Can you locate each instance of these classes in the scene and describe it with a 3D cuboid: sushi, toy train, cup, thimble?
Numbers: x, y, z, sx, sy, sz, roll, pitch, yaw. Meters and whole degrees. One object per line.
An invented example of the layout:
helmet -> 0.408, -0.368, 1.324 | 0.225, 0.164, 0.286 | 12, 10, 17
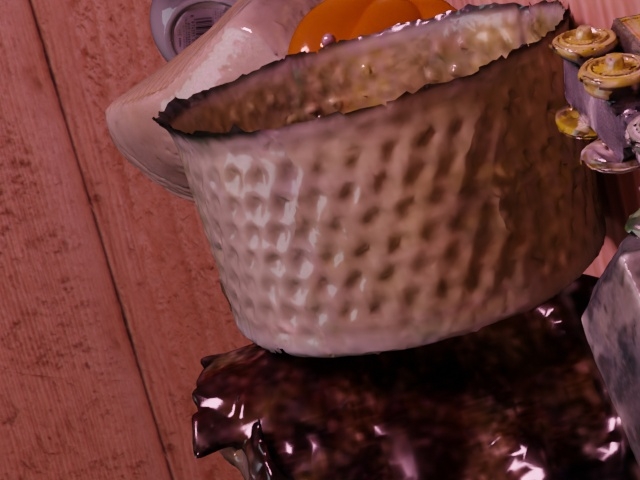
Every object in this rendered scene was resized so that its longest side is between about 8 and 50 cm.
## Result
sushi -> 0.091, 0.190, 0.662 | 0.281, 0.294, 0.299 | -112, 8, -54
toy train -> 0.162, -0.047, 0.436 | 0.202, 0.081, 0.060 | -101, 0, -58
cup -> -0.144, -0.382, 1.513 | 0.312, 0.205, 0.205 | -88, -10, -47
thimble -> 0.041, -0.049, 0.649 | 0.271, 0.270, 0.150 | -123, 15, -72

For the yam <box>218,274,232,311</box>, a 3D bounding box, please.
yam -> 0.000, 0.000, 1.332 | 0.161, 0.268, 0.161 | -13, -90, -85

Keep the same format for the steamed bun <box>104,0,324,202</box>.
steamed bun -> -0.082, -0.168, 1.258 | 0.236, 0.247, 0.383 | 51, 140, -13

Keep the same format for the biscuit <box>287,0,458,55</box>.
biscuit -> 0.049, -0.126, 0.806 | 0.050, 0.170, 0.170 | 50, -157, -76

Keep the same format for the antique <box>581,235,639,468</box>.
antique -> 0.189, 0.078, 0.437 | 0.086, 0.088, 0.183 | 88, 165, -65
